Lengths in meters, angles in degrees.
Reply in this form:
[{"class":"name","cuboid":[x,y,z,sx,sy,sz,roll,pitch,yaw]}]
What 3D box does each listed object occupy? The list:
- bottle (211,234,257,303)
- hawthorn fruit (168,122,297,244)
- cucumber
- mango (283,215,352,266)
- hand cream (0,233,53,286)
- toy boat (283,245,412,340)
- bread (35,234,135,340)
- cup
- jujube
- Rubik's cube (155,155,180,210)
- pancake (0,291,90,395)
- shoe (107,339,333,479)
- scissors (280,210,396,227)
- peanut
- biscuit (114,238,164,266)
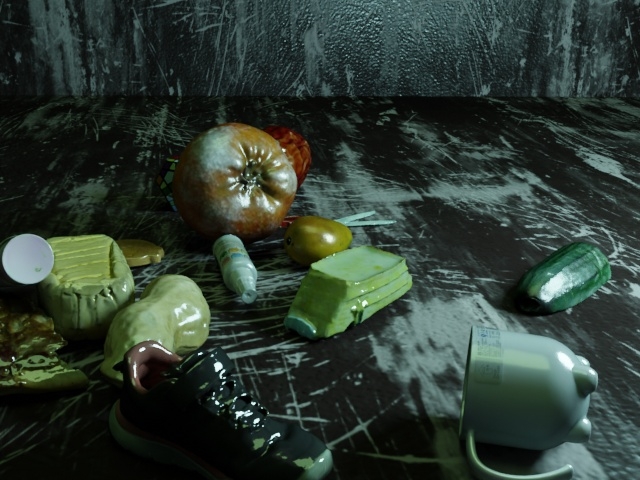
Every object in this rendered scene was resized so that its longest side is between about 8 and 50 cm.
[{"class":"bottle","cuboid":[-0.141,0.050,1.318,0.060,0.060,0.217,-4,19,-15]},{"class":"hawthorn fruit","cuboid":[-0.162,-0.101,1.497,0.231,0.235,0.263,-41,-8,-3]},{"class":"cucumber","cuboid":[0.408,0.062,1.334,0.115,0.063,0.244,14,25,32]},{"class":"mango","cuboid":[-0.005,-0.001,1.437,0.111,0.089,0.163,18,13,10]},{"class":"hand cream","cuboid":[-0.474,0.030,1.165,0.312,0.070,0.111,-6,43,54]},{"class":"toy boat","cuboid":[0.052,0.071,1.246,0.111,0.084,0.276,17,24,32]},{"class":"bread","cuboid":[-0.356,0.070,1.177,0.140,0.106,0.236,-8,23,-19]},{"class":"cup","cuboid":[0.234,0.181,0.886,0.142,0.134,0.173,8,20,10]},{"class":"jujube","cuboid":[-0.114,-0.178,1.791,0.174,0.174,0.250,8,18,17]},{"class":"Rubik's cube","cuboid":[-0.296,-0.125,1.711,0.133,0.133,0.112,-15,-1,-37]},{"class":"pancake","cuboid":[-0.451,0.150,1.016,0.212,0.056,0.257,-20,35,-36]},{"class":"shoe","cuboid":[-0.112,0.181,0.848,0.291,0.137,0.114,13,23,27]},{"class":"scissors","cuboid":[0.034,-0.035,1.633,0.247,0.017,0.144,-8,23,-29]},{"class":"peanut","cuboid":[-0.220,0.120,1.052,0.117,0.101,0.263,5,17,11]},{"class":"biscuit","cuboid":[-0.383,0.027,1.410,0.184,0.027,0.133,-11,23,-34]}]
